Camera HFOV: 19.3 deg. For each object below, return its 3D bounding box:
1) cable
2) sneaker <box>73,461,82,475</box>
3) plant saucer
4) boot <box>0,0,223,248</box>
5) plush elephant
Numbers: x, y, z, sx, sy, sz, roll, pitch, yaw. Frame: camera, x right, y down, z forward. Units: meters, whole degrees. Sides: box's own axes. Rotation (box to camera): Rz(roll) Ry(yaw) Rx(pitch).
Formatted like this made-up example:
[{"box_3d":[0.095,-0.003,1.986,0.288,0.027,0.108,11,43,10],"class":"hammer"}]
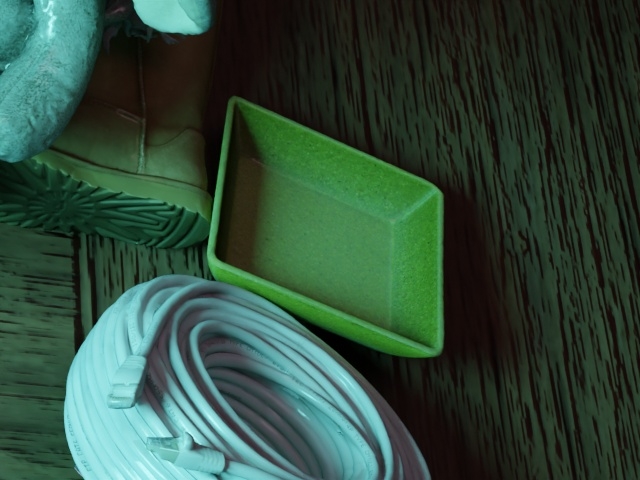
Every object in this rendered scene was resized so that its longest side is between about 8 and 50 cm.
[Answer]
[{"box_3d":[-0.044,0.132,1.224,0.257,0.089,0.257,33,21,-17],"class":"cable"},{"box_3d":[-0.114,0.158,1.269,0.119,0.047,0.057,29,86,-22],"class":"sneaker"},{"box_3d":[0.000,0.000,1.390,0.188,0.045,0.188,23,40,-16],"class":"plant saucer"},{"box_3d":[-0.181,-0.137,1.377,0.236,0.089,0.269,17,55,-29],"class":"boot"},{"box_3d":[-0.198,-0.207,1.195,0.330,0.255,0.272,-15,60,-30],"class":"plush elephant"}]
